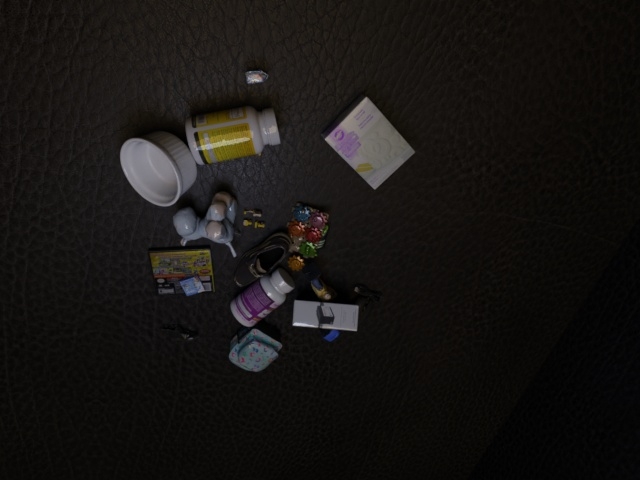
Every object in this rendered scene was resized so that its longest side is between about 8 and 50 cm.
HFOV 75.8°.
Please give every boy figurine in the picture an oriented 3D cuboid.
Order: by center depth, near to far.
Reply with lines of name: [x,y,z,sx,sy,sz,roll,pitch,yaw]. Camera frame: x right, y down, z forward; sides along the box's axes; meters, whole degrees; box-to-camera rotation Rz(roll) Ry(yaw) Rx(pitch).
boy figurine: [0.007,0.230,2.022,0.092,0.177,0.285,-36,137,-3]

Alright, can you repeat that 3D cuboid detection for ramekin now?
ramekin: [-0.612,-0.284,1.581,0.277,0.135,0.277,15,129,19]

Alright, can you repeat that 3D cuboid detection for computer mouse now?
computer mouse: [0.200,0.372,2.186,0.188,0.072,0.272,26,111,-23]

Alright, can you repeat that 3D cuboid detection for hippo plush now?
hippo plush: [-0.492,-0.090,1.764,0.237,0.234,0.294,5,161,6]

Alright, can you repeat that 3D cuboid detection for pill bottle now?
pill bottle: [-0.332,-0.413,1.591,0.334,0.188,0.188,-11,120,-3]
pill bottle: [-0.274,0.269,1.987,0.301,0.169,0.169,-39,118,12]

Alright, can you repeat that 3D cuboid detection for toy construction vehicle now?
toy construction vehicle: [-0.299,-0.099,1.863,0.098,0.035,0.086,3,129,-9]

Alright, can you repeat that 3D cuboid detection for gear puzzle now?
gear puzzle: [-0.091,0.000,1.912,0.175,0.044,0.339,21,115,3]

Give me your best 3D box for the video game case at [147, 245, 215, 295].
video game case: [-0.645,0.143,1.928,0.275,0.035,0.248,-2,119,-8]

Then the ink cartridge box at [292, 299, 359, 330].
ink cartridge box: [0.022,0.369,2.023,0.308,0.223,0.129,5,80,0]

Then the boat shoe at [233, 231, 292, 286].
boat shoe: [-0.283,0.098,1.896,0.132,0.130,0.355,42,110,-14]

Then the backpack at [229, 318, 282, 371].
backpack: [-0.345,0.560,2.132,0.253,0.191,0.225,-42,118,19]

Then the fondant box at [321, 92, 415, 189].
fondant box: [0.203,-0.413,1.744,0.238,0.096,0.330,-43,116,14]

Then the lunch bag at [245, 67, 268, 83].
lunch bag: [-0.241,-0.625,1.560,0.083,0.071,0.053,-6,115,-5]

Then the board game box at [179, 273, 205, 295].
board game box: [-0.604,0.212,1.939,0.090,0.020,0.090,-17,121,0]

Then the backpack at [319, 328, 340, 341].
backpack: [0.056,0.475,2.188,0.101,0.120,0.098,37,106,-25]

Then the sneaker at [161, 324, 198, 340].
sneaker: [-0.712,0.464,2.081,0.170,0.051,0.089,-2,123,-5]

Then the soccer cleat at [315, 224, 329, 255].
soccer cleat: [0.000,0.000,1.959,0.072,0.060,0.179,18,119,-32]
